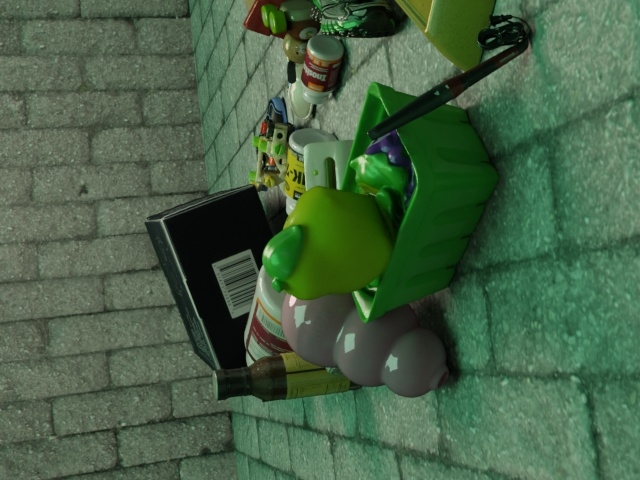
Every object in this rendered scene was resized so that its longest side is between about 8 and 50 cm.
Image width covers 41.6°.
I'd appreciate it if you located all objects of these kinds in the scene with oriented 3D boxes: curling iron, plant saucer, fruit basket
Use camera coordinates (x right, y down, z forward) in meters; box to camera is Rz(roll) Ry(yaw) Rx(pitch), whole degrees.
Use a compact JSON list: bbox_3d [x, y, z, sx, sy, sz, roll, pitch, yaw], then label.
[{"bbox_3d":[0.181,-0.229,1.217,0.274,0.035,0.068,-37,69,19],"label":"curling iron"},{"bbox_3d":[0.184,-0.484,1.347,0.332,0.081,0.333,-115,26,-47],"label":"plant saucer"},{"bbox_3d":[0.064,-0.039,1.374,0.392,0.392,0.283,105,155,-48],"label":"fruit basket"}]

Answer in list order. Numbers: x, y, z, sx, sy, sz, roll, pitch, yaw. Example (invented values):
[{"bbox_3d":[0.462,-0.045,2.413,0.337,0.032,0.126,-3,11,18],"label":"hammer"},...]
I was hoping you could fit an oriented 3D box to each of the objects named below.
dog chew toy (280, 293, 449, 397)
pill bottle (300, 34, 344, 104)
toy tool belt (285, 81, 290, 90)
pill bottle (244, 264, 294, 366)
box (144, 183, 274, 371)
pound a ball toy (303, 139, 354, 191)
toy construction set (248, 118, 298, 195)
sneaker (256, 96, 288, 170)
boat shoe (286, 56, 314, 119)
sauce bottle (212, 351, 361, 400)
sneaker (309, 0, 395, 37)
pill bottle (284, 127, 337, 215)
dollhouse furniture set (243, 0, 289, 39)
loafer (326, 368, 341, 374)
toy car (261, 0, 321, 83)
[{"bbox_3d":[0.087,0.175,1.558,0.332,0.206,0.206,30,130,29],"label":"dog chew toy"},{"bbox_3d":[0.001,-0.394,1.960,0.152,0.086,0.086,104,155,-48],"label":"pill bottle"},{"bbox_3d":[-0.071,-0.416,2.247,0.083,0.051,0.052,-116,27,-50],"label":"toy tool belt"},{"bbox_3d":[-0.071,0.209,2.121,0.392,0.224,0.224,109,152,-53],"label":"pill bottle"},{"bbox_3d":[-0.293,0.107,2.519,0.480,0.297,0.472,70,163,-7],"label":"box"},{"bbox_3d":[0.042,-0.050,1.775,0.208,0.136,0.319,-14,-79,-72],"label":"pound a ball toy"},{"bbox_3d":[-0.114,-0.213,2.272,0.328,0.151,0.215,-149,67,-65],"label":"toy construction set"},{"bbox_3d":[-0.146,-0.302,2.457,0.081,0.090,0.232,-174,79,-73],"label":"sneaker"},{"bbox_3d":[-0.041,-0.416,2.175,0.065,0.075,0.206,-27,-67,-61],"label":"boat shoe"},{"bbox_3d":[-0.076,0.314,1.961,0.111,0.344,0.111,177,90,-75],"label":"sauce bottle"},{"bbox_3d":[0.054,-0.490,1.678,0.343,0.134,0.146,-122,33,-58],"label":"sneaker"},{"bbox_3d":[-0.026,-0.157,2.056,0.119,0.119,0.208,-116,27,-50],"label":"pill bottle"},{"bbox_3d":[-0.069,-0.699,2.075,0.374,0.152,0.201,-51,43,42],"label":"dollhouse furniture set"},{"bbox_3d":[0.086,0.198,1.812,0.319,0.112,0.111,125,138,-52],"label":"loafer"},{"bbox_3d":[-0.042,-0.466,1.991,0.149,0.155,0.188,-124,24,-59],"label":"toy car"}]
